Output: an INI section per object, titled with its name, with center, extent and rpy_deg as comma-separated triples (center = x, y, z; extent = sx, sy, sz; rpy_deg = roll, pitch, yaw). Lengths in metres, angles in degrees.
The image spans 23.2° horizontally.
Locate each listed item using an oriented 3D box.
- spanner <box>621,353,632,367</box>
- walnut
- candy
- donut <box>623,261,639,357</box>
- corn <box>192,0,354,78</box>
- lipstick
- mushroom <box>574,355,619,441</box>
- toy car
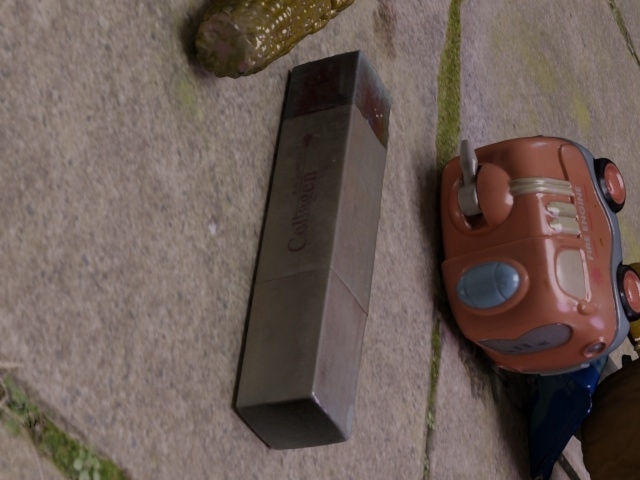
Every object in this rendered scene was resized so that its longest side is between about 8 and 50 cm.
[spanner]
center = 0.411, 0.252, 2.077
extent = 0.054, 0.015, 0.254
rpy_deg = -97, 180, -53
[walnut]
center = 0.413, 0.229, 1.782
extent = 0.228, 0.228, 0.228
rpy_deg = 38, 46, -54
[candy]
center = 0.295, 0.125, 1.858
extent = 0.187, 0.077, 0.331
rpy_deg = 108, -2, -48
[donut]
center = 0.436, 0.096, 1.973
extent = 0.295, 0.112, 0.151
rpy_deg = 53, 18, -61
[corn]
center = -0.028, -0.214, 1.375
extent = 0.288, 0.087, 0.086
rpy_deg = -52, 126, -57
[lipstick]
center = 0.000, 0.000, 1.347
extent = 0.080, 0.076, 0.371
rpy_deg = 55, 33, -44
[mushroom]
center = 0.343, 0.149, 1.990
extent = 0.278, 0.096, 0.099
rpy_deg = -85, 163, -49
[toy car]
center = 0.223, 0.012, 1.713
extent = 0.212, 0.181, 0.270
rpy_deg = 9, 69, -52
